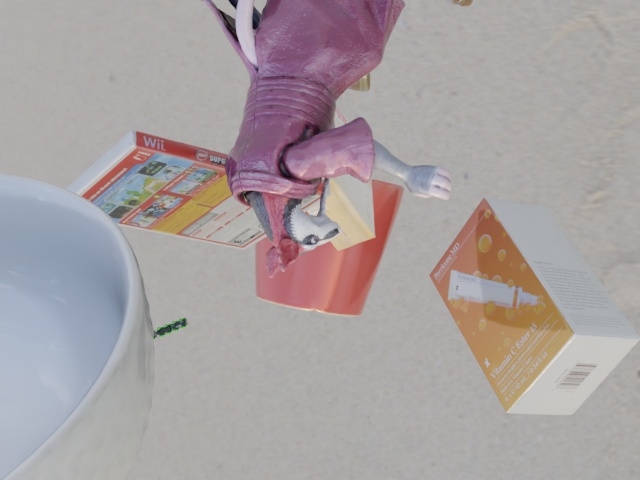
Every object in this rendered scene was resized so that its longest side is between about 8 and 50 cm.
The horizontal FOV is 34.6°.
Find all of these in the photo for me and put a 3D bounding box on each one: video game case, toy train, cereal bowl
[{"bbox_3d":[-0.159,-0.056,1.301,0.204,0.285,0.025,-30,57,45],"label":"video game case"},{"bbox_3d":[-0.238,0.137,1.564,0.083,0.024,0.017,-22,91,10],"label":"toy train"},{"bbox_3d":[-0.247,0.108,0.544,0.339,0.339,0.141,26,138,40],"label":"cereal bowl"}]

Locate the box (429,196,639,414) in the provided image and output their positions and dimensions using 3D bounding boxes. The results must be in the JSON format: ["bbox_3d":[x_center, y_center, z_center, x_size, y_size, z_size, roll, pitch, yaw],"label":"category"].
[{"bbox_3d":[0.380,0.118,1.881,0.215,0.168,0.345,-59,39,32],"label":"box"}]

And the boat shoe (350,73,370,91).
[{"bbox_3d":[0.008,-0.393,1.922,0.121,0.110,0.341,85,168,-49],"label":"boat shoe"}]

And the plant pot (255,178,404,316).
[{"bbox_3d":[0.000,0.000,1.838,0.275,0.275,0.243,10,92,44],"label":"plant pot"}]

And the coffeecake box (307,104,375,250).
[{"bbox_3d":[0.021,-0.104,1.569,0.068,0.142,0.185,-20,45,21],"label":"coffeecake box"}]

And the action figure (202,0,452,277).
[{"bbox_3d":[-0.028,-0.144,1.082,0.248,0.276,0.370,-15,58,39],"label":"action figure"}]

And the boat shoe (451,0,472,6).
[{"bbox_3d":[0.257,-0.480,1.719,0.066,0.066,0.183,29,96,56],"label":"boat shoe"}]
